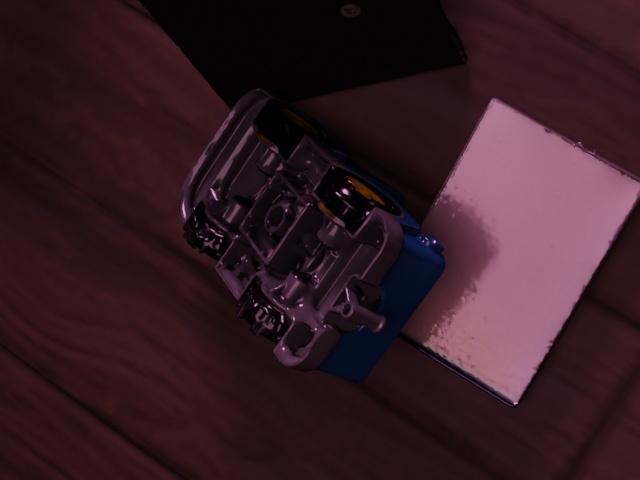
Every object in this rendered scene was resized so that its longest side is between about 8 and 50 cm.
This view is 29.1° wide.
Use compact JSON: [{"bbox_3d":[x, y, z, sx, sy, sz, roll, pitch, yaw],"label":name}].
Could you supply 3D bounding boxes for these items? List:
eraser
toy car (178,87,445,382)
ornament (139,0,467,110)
[{"bbox_3d":[0.106,0.006,0.711,0.104,0.023,0.150,32,102,16],"label":"eraser"},{"bbox_3d":[0.000,0.000,0.703,0.097,0.100,0.191,-55,42,13],"label":"toy car"},{"bbox_3d":[-0.004,-0.208,0.720,0.166,0.153,0.196,-9,65,19],"label":"ornament"}]
